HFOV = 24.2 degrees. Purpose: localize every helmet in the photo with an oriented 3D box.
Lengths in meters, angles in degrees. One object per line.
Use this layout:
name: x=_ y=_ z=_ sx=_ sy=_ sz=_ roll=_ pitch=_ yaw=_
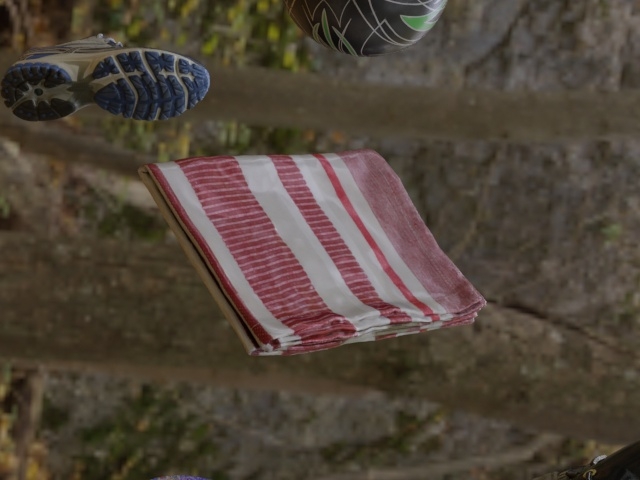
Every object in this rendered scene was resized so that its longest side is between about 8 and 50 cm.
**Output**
helmet: x=0.040 y=-0.240 z=1.305 sx=0.162 sy=0.169 sz=0.169 roll=-69 pitch=-168 yaw=-14

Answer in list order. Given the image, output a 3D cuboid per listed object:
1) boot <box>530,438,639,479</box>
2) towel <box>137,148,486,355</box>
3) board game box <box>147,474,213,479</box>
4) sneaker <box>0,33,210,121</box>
boot: x=0.239 y=0.177 z=1.001 sx=0.236 sy=0.178 sz=0.085 roll=-80 pitch=145 yaw=-83
towel: x=0.000 y=0.000 z=1.488 sx=0.037 sy=0.329 sz=0.237 roll=-52 pitch=-120 yaw=33
board game box: x=-0.095 y=0.250 z=1.175 sx=0.033 sy=0.133 sz=0.169 roll=114 pitch=-1 yaw=-45
sneaker: x=-0.139 y=-0.114 z=0.982 sx=0.058 sy=0.135 sz=0.052 roll=-87 pitch=177 yaw=-54
